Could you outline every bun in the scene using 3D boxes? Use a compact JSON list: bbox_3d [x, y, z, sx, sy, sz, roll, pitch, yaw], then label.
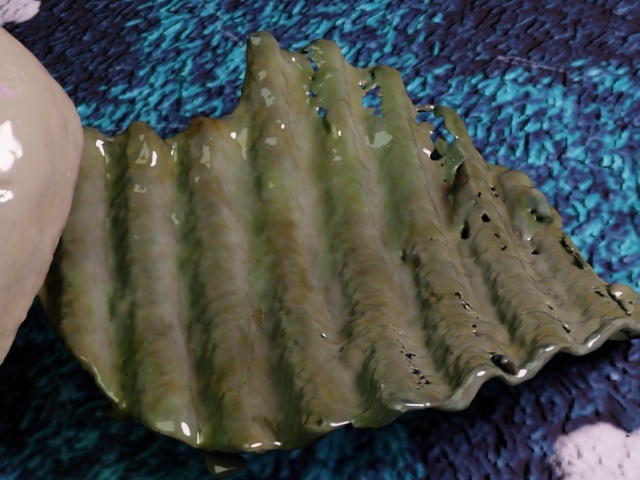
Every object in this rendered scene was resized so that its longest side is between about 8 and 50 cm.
[{"bbox_3d":[-0.321,-0.012,1.104,0.361,0.213,0.361,-38,35,33],"label":"bun"}]

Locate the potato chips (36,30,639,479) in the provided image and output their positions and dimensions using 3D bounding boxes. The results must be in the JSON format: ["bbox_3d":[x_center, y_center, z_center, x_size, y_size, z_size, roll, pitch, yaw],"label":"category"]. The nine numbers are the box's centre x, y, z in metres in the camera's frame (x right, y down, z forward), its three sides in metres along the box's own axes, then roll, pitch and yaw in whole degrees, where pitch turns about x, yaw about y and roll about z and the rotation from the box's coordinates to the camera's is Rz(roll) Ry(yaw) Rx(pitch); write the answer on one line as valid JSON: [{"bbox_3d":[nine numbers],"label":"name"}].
[{"bbox_3d":[0.005,0.005,1.116,0.373,0.097,0.389,-23,45,-23],"label":"potato chips"}]
